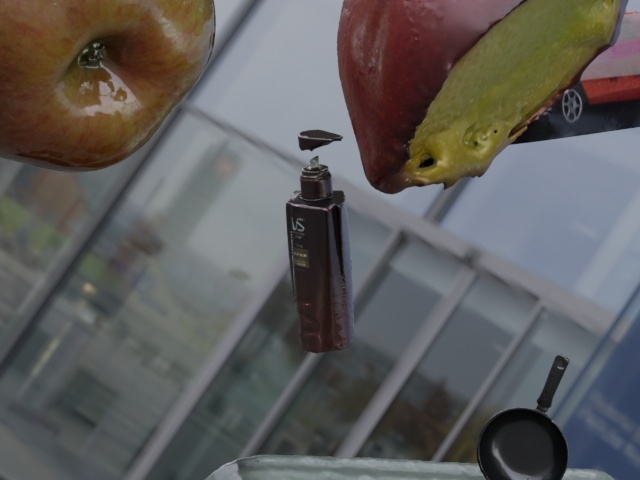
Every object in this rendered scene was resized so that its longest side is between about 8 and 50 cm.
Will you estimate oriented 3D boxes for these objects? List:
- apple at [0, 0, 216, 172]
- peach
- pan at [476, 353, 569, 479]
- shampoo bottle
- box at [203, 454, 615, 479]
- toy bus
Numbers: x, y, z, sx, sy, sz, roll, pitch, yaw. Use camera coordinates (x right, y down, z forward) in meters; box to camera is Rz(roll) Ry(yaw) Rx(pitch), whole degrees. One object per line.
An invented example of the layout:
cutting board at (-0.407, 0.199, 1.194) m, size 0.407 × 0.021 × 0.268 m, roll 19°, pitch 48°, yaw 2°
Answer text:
apple at (-0.107, -0.088, 0.662) m, size 0.126 × 0.126 × 0.102 m, roll 39°, pitch 10°, yaw -42°
peach at (0.131, -0.212, 1.673) m, size 0.201 × 0.362 × 0.258 m, roll 40°, pitch -13°, yaw 25°
pan at (0.159, 0.134, 1.237) m, size 0.068 × 0.115 × 0.023 m, roll 25°, pitch 15°, yaw 11°
shampoo bottle at (0.001, 0.001, 1.763) m, size 0.068 × 0.236 × 0.067 m, roll 1°, pitch 20°, yaw 17°
box at (0.038, 0.350, 1.322) m, size 0.396 × 0.396 × 0.111 m, roll 6°, pitch 28°, yaw -27°
toy bus at (0.293, -0.191, 1.984) m, size 0.302 × 0.147 × 0.127 m, roll -9°, pitch -2°, yaw -43°
